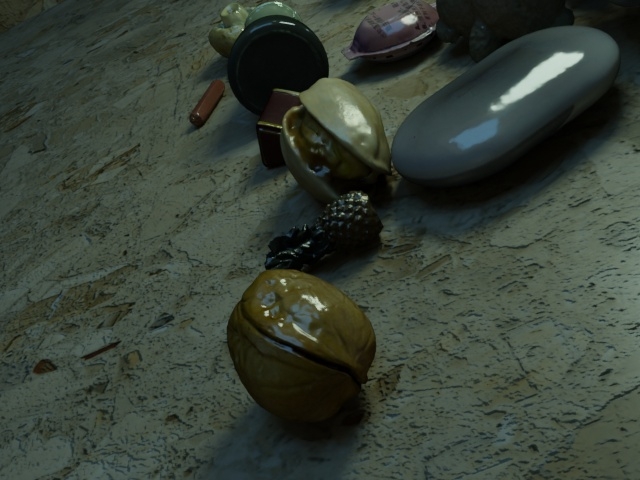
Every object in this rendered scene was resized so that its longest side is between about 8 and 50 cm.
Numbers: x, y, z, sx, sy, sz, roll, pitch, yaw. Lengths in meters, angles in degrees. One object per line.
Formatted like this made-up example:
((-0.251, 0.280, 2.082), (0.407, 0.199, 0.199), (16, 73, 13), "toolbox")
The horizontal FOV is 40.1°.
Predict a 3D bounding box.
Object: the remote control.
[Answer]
((0.239, -0.178, 1.146), (0.332, 0.103, 0.221), (-34, 25, -10), "remote control")

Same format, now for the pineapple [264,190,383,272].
((0.000, 0.000, 1.109), (0.159, 0.074, 0.074), (-31, 31, 1), "pineapple")

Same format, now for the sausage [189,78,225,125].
((-0.221, -0.271, 1.719), (0.030, 0.035, 0.147), (-45, 17, 41), "sausage")

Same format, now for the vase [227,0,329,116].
((-0.085, -0.350, 1.617), (0.173, 0.173, 0.321), (-25, 25, 6), "vase")

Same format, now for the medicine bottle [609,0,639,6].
((0.426, -0.512, 1.187), (0.256, 0.324, 0.256), (-28, -12, -6), "medicine bottle")

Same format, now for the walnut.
((-0.021, 0.110, 0.899), (0.144, 0.144, 0.180), (-39, 36, -18), "walnut")

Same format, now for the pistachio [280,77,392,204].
((0.025, -0.133, 1.226), (0.157, 0.157, 0.229), (-26, 36, 3), "pistachio")

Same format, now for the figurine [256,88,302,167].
((-0.040, -0.193, 1.427), (0.098, 0.082, 0.154), (0, 38, 17), "figurine")

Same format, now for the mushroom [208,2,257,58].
((-0.166, -0.442, 1.856), (0.148, 0.112, 0.148), (-18, 41, 17), "mushroom")

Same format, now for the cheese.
((0.170, -0.386, 1.542), (0.286, 0.074, 0.189), (-26, 31, -4), "cheese")

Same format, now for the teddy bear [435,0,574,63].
((0.287, -0.386, 1.364), (0.235, 0.151, 0.267), (-66, 23, -4), "teddy bear")
